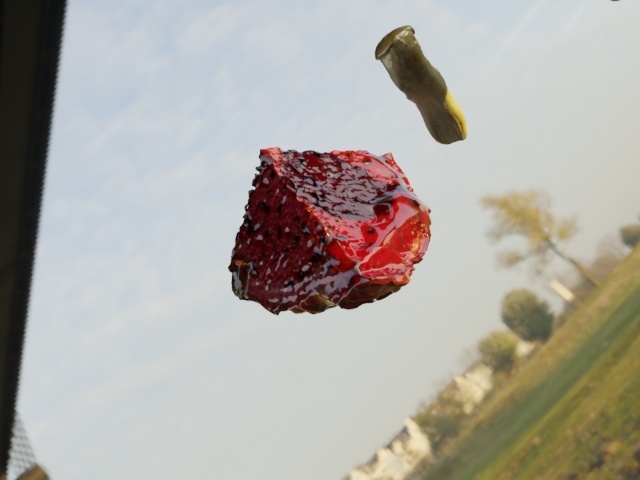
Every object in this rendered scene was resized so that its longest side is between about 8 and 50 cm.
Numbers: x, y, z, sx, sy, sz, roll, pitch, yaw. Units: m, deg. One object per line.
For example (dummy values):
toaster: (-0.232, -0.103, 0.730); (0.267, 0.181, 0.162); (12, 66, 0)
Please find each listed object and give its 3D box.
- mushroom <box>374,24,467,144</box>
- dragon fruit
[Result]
mushroom: (0.138, -0.200, 1.411); (0.059, 0.054, 0.202); (-27, -50, 18)
dragon fruit: (0.000, 0.000, 1.460); (0.302, 0.240, 0.330); (-47, 28, 7)
